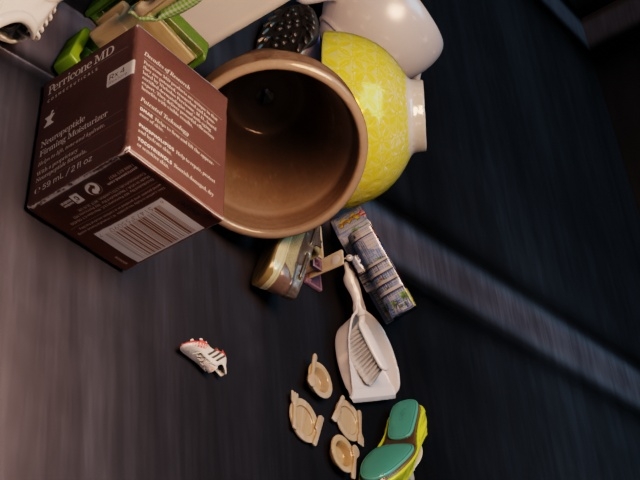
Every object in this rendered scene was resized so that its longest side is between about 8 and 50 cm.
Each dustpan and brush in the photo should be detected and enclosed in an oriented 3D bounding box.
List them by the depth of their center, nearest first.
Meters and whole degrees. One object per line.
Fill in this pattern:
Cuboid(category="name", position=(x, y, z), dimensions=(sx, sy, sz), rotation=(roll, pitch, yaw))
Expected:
Cuboid(category="dustpan and brush", position=(0.062, 0.137, 1.905), dimensions=(0.147, 0.060, 0.211), rotation=(6, 55, -58))

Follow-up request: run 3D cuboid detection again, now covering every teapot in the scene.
Cuboid(category="teapot", position=(0.088, -0.371, 2.254), dimensions=(0.256, 0.187, 0.252), rotation=(49, -1, 7))

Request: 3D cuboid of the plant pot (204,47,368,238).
Cuboid(category="plant pot", position=(-0.074, -0.170, 1.767), dimensions=(0.263, 0.263, 0.229), rotation=(49, 14, -26))

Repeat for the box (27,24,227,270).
Cuboid(category="box", position=(-0.227, -0.108, 1.496), dimensions=(0.167, 0.168, 0.203), rotation=(37, 38, -40))

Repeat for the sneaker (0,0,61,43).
Cuboid(category="sneaker", position=(-0.366, -0.286, 1.514), dimensions=(0.258, 0.094, 0.091), rotation=(-28, 110, -58))

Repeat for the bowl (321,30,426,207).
Cuboid(category="bowl", position=(0.090, -0.194, 1.993), dimensions=(0.289, 0.156, 0.290), rotation=(-2, 90, -86))

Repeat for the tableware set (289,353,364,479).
Cuboid(category="tableware set", position=(0.013, 0.253, 1.770), dimensions=(0.169, 0.020, 0.141), rotation=(49, 31, -26))

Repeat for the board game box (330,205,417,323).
Cuboid(category="board game box", position=(0.081, 0.035, 1.969), dimensions=(0.194, 0.060, 0.194), rotation=(60, 2, 7))

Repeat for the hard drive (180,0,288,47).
Cuboid(category="hard drive", position=(-0.130, -0.402, 1.707), dimensions=(0.233, 0.353, 0.047), rotation=(41, 36, -37))

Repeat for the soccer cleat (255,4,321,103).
Cuboid(category="soccer cleat", position=(-0.039, -0.253, 2.033), dimensions=(0.116, 0.108, 0.318), rotation=(62, 19, -49))

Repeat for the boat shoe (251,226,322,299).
Cuboid(category="boat shoe", position=(-0.035, 0.005, 1.818), dimensions=(0.073, 0.080, 0.224), rotation=(39, 40, -14))

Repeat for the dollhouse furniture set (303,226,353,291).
Cuboid(category="dollhouse furniture set", position=(0.000, 0.000, 1.890), dimensions=(0.091, 0.081, 0.114), rotation=(35, 39, -43))

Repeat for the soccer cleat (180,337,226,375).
Cuboid(category="soccer cleat", position=(-0.146, 0.148, 1.576), dimensions=(0.083, 0.029, 0.036), rotation=(32, 37, -52))

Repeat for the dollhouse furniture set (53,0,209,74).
Cuboid(category="dollhouse furniture set", position=(-0.168, -0.286, 1.602), dimensions=(0.151, 0.301, 0.198), rotation=(47, 30, -25))

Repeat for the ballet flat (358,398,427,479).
Cuboid(category="ballet flat", position=(0.118, 0.321, 1.845), dimensions=(0.231, 0.077, 0.077), rotation=(-54, 131, -61))
